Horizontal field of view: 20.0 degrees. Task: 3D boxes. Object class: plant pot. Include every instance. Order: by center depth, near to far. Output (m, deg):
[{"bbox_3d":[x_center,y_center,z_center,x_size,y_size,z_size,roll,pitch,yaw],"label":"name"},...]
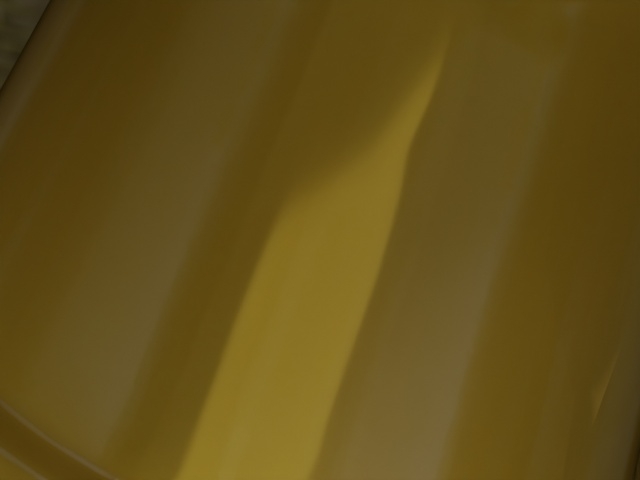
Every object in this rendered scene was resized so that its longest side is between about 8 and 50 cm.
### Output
[{"bbox_3d":[0.000,0.000,0.532,0.254,0.254,0.239,19,114,-3],"label":"plant pot"}]
